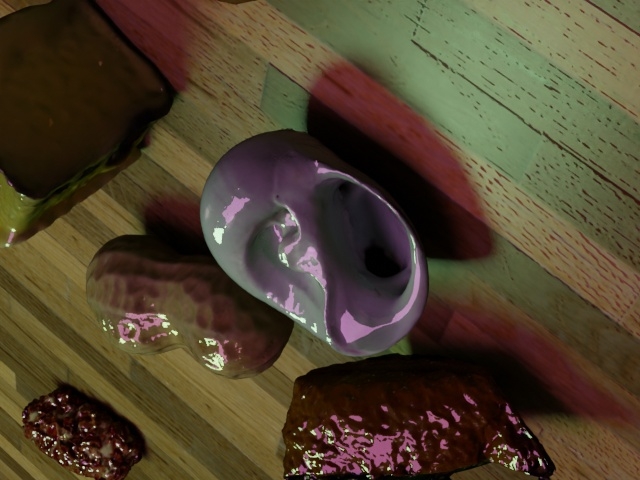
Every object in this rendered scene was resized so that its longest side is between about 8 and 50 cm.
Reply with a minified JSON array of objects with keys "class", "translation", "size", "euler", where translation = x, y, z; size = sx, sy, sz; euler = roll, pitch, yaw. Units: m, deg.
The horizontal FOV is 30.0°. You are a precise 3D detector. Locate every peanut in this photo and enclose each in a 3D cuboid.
[{"class":"peanut","translation":[-0.149,0.073,1.288],"size":[0.298,0.136,0.120],"euler":[13,155,40]}]

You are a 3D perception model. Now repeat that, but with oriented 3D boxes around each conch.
[{"class":"conch","translation":[0.001,-0.005,1.044],"size":[0.221,0.121,0.185],"euler":[43,144,-5]}]

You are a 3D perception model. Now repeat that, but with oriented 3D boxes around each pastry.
[{"class":"pastry","translation":[-0.367,0.305,1.835],"size":[0.208,0.097,0.115],"euler":[21,149,34]}]

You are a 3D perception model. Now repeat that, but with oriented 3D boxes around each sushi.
[{"class":"sushi","translation":[0.087,0.180,1.127],"size":[0.287,0.149,0.140],"euler":[-7,94,23]}]

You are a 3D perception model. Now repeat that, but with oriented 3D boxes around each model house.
[{"class":"model house","translation":[-0.294,-0.111,1.219],"size":[0.175,0.193,0.234],"euler":[50,150,-3]}]

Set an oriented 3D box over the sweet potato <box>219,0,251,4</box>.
[{"class":"sweet potato","translation":[-0.070,-0.223,0.955],"size":[0.274,0.067,0.067],"euler":[12,134,34]}]
